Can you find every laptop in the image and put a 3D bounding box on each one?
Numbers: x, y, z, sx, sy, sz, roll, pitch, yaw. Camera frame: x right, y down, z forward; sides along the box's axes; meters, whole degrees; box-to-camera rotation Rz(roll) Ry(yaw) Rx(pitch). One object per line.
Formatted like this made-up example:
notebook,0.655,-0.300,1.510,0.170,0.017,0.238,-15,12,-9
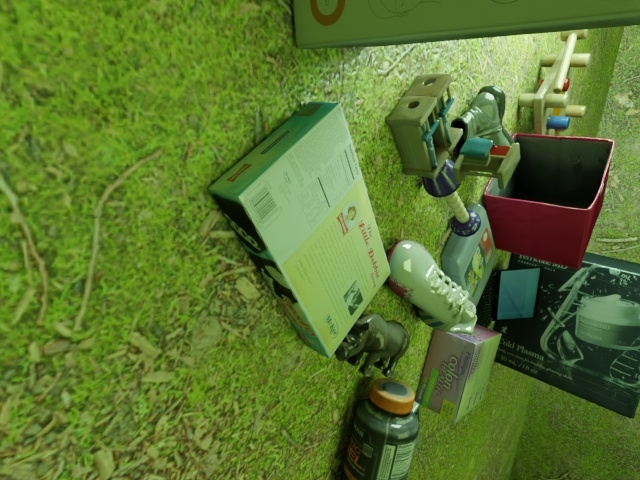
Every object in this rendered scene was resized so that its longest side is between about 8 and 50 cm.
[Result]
laptop,0.623,0.230,1.346,0.264,0.136,0.235,-37,129,-37

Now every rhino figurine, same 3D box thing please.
rhino figurine,0.092,0.186,0.735,0.243,0.073,0.107,28,86,-51

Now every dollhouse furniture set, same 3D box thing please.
dollhouse furniture set,0.235,-0.189,0.678,0.129,0.183,0.129,-55,138,-21

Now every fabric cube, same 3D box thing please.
fabric cube,0.646,-0.116,1.147,0.254,0.258,0.258,-56,140,-22

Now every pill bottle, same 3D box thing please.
pill bottle,0.122,0.409,0.809,0.130,0.130,0.246,2,102,-51

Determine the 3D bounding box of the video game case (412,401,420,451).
video game case,0.204,0.543,1.047,0.190,0.022,0.173,-35,129,-37

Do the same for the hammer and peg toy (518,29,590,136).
hammer and peg toy,0.679,-0.434,1.176,0.266,0.127,0.361,-55,138,-19

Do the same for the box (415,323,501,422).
box,0.392,0.353,1.128,0.242,0.117,0.214,6,99,-52

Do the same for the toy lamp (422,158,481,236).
toy lamp,0.280,-0.093,0.860,0.274,0.080,0.080,38,74,-53

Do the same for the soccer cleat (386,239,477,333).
soccer cleat,0.244,0.103,0.832,0.331,0.143,0.116,45,68,-48

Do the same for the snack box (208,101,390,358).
snack box,0.000,0.000,0.562,0.187,0.060,0.322,-49,136,-27

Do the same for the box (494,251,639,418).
box,0.947,0.287,1.485,0.297,0.479,0.473,-4,106,-49

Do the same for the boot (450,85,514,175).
boot,0.366,-0.213,0.930,0.161,0.083,0.247,-48,130,-18

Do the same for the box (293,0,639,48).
box,0.145,-0.316,0.391,0.168,0.345,0.215,-27,123,-43

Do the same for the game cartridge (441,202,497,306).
game cartridge,0.407,0.058,1.090,0.196,0.060,0.294,-57,139,-13
